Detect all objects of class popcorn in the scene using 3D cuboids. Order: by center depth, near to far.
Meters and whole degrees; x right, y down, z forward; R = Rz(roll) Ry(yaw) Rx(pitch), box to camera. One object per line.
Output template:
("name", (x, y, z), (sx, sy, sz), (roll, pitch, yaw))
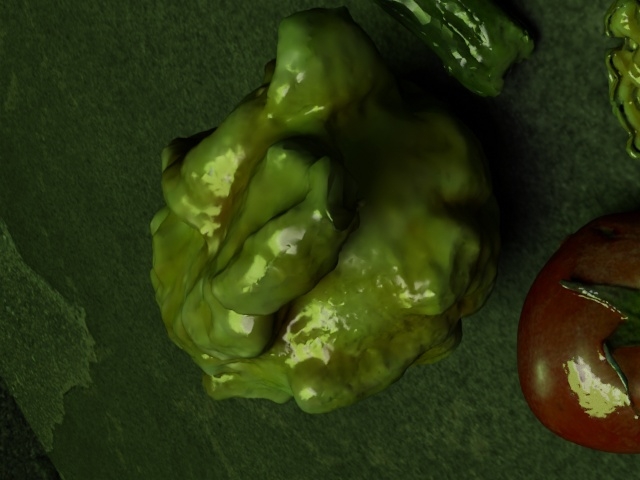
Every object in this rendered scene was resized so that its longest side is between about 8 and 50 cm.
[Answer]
("popcorn", (0.005, -0.001, 0.745), (0.335, 0.279, 0.274), (-7, 69, 55))

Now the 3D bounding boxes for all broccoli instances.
("broccoli", (0.036, -0.227, 0.685), (0.304, 0.145, 0.165), (45, 149, -2))

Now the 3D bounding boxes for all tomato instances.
("tomato", (0.213, 0.071, 0.659), (0.167, 0.167, 0.167), (31, 137, 34))

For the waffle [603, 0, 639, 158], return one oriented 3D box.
("waffle", (0.258, -0.088, 0.577), (0.183, 0.036, 0.169), (6, 122, 52))
